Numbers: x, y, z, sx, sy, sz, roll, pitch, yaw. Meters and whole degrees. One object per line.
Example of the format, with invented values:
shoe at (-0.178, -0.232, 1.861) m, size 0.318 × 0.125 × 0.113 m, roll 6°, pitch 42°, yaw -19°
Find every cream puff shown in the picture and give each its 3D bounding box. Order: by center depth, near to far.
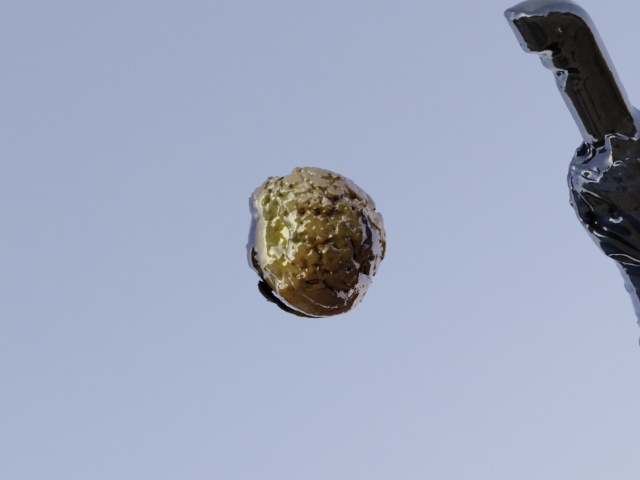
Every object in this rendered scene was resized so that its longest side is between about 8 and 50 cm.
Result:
cream puff at (0.000, 0.000, 1.531) m, size 0.119 × 0.104 × 0.133 m, roll -25°, pitch -69°, yaw -31°

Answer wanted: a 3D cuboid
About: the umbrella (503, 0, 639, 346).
umbrella at (0.152, -0.011, 0.816) m, size 0.071 × 0.071 × 0.248 m, roll -25°, pitch -59°, yaw 5°
